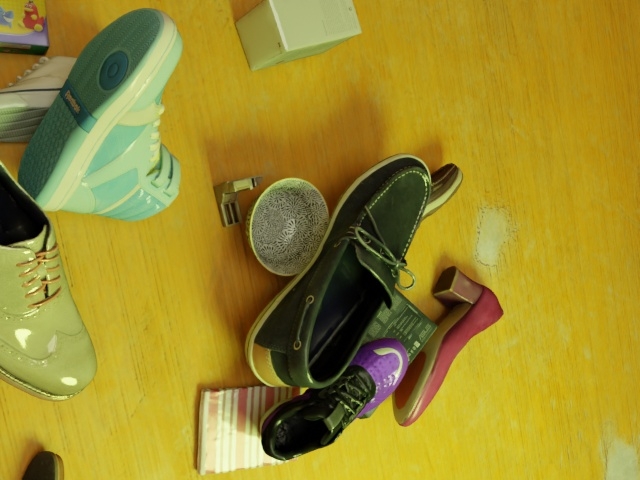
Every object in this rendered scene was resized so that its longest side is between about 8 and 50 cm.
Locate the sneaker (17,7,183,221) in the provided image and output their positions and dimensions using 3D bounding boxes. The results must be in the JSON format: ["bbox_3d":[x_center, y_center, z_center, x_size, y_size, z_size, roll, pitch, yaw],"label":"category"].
[{"bbox_3d":[-0.251,-0.154,0.776,0.208,0.319,0.127,18,34,-53],"label":"sneaker"}]

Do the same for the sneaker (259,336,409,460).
[{"bbox_3d":[0.030,0.269,0.908,0.293,0.146,0.102,-35,87,-3],"label":"sneaker"}]

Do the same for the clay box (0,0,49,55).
[{"bbox_3d":[-0.452,-0.373,0.753,0.128,0.053,0.221,-7,94,-34],"label":"clay box"}]

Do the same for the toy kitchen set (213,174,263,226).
[{"bbox_3d":[-0.128,-0.068,0.943,0.068,0.083,0.075,-17,98,-32],"label":"toy kitchen set"}]

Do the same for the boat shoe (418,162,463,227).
[{"bbox_3d":[0.199,-0.096,1.157,0.257,0.095,0.095,-44,106,-26],"label":"boat shoe"}]

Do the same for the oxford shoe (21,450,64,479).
[{"bbox_3d":[-0.383,0.404,0.789,0.076,0.076,0.212,9,81,-63],"label":"oxford shoe"}]

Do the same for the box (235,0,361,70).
[{"bbox_3d":[-0.039,-0.376,0.980,0.171,0.130,0.090,-25,104,-32],"label":"box"}]

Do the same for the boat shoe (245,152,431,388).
[{"bbox_3d":[0.072,0.047,0.956,0.500,0.156,0.186,-52,123,-23],"label":"boat shoe"}]

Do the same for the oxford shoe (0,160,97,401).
[{"bbox_3d":[-0.391,0.048,0.700,0.396,0.147,0.140,65,32,-25],"label":"oxford shoe"}]

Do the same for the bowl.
[{"bbox_3d":[-0.073,-0.027,0.975,0.170,0.080,0.170,-8,102,-40],"label":"bowl"}]

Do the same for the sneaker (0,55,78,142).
[{"bbox_3d":[-0.386,-0.208,0.786,0.258,0.094,0.091,-20,76,-33],"label":"sneaker"}]

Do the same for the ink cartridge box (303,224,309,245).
[{"bbox_3d":[0.000,0.000,1.060,0.083,0.028,0.048,9,84,-33],"label":"ink cartridge box"}]

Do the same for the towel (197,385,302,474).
[{"bbox_3d":[-0.122,0.327,0.977,0.197,0.029,0.144,4,86,-31],"label":"towel"}]

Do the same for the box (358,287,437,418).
[{"bbox_3d":[0.084,0.189,1.055,0.183,0.059,0.232,42,64,1],"label":"box"}]

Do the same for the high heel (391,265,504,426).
[{"bbox_3d":[0.287,0.247,1.180,0.181,0.127,0.377,37,66,-16],"label":"high heel"}]
